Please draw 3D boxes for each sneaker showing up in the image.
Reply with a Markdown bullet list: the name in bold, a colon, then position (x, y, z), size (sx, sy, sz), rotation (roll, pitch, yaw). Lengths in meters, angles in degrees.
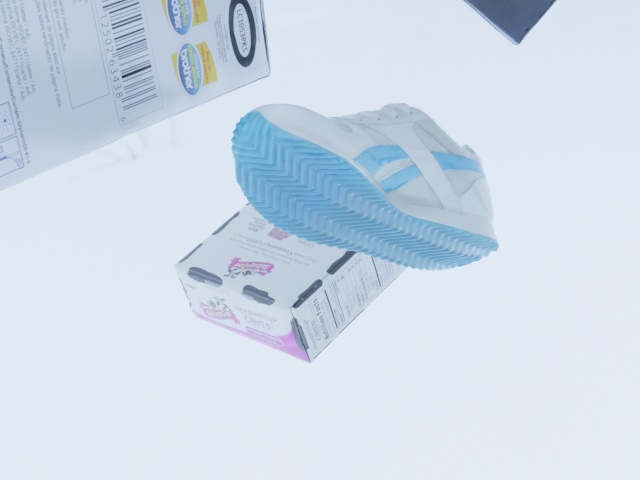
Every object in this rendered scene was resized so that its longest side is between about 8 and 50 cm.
- **sneaker**: position (0.029, -0.049, 0.855), size (0.087, 0.229, 0.092), rotation (-25, 58, 37)

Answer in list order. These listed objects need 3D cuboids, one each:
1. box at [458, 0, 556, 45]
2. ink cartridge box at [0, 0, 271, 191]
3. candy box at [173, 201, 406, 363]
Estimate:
- **box**: position (0.128, -0.237, 0.846), size (0.158, 0.093, 0.156), rotation (-49, 26, 11)
- **ink cartridge box**: position (-0.188, -0.208, 0.885), size (0.151, 0.270, 0.395), rotation (19, 36, 41)
- **candy box**: position (0.000, 0.000, 1.196), size (0.159, 0.071, 0.233), rotation (18, 48, 41)
